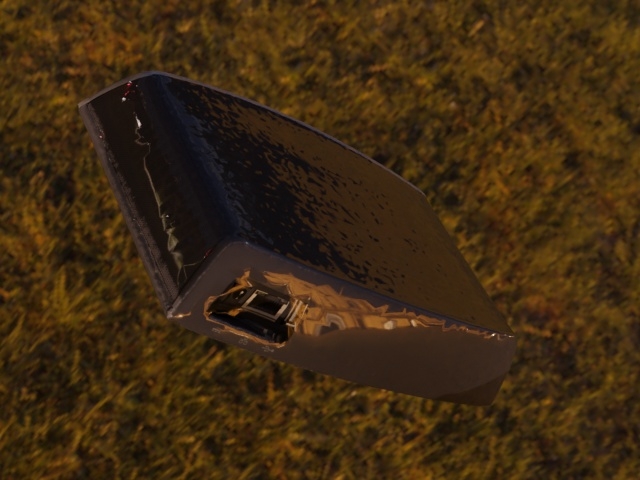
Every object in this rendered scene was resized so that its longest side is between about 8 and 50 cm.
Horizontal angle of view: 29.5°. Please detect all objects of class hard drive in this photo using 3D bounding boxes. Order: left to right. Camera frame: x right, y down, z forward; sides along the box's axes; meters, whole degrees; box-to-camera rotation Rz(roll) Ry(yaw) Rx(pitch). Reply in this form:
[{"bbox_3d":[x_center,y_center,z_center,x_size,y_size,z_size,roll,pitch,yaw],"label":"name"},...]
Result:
[{"bbox_3d":[0.000,0.000,0.665,0.255,0.054,0.172,20,31,-45],"label":"hard drive"}]
